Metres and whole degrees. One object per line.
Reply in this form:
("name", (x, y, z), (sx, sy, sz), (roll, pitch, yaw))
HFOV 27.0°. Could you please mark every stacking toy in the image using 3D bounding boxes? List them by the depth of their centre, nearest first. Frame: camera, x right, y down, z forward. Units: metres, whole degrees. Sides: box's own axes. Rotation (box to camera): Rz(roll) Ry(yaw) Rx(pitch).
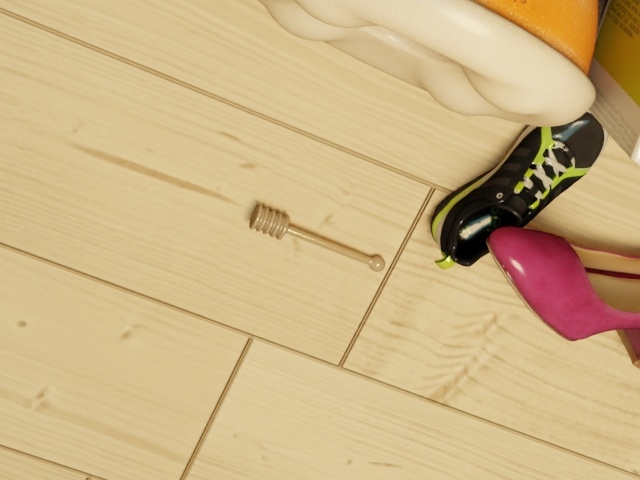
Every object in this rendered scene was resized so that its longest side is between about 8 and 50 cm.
("stacking toy", (0.165, -0.369, 1.190), (0.350, 0.350, 0.480), (25, 91, -15))

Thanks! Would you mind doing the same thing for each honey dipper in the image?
("honey dipper", (0.000, 0.000, 1.469), (0.160, 0.030, 0.030), (20, 112, -16))

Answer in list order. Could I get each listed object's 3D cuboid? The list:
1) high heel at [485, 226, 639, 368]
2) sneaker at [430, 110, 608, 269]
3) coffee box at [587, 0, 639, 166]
("high heel", (0.335, 0.028, 1.415), (0.181, 0.127, 0.377), (-41, 140, 23))
("sneaker", (0.218, -0.047, 1.423), (0.234, 0.097, 0.084), (-42, 111, 15))
("coffee box", (0.445, -0.235, 1.216), (0.337, 0.338, 0.334), (14, 113, -11))
